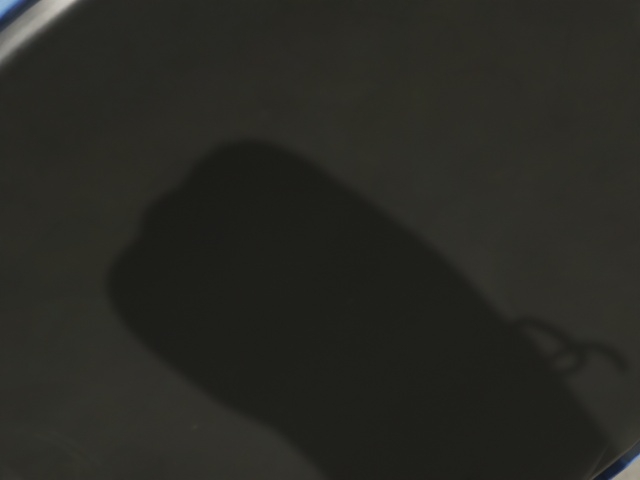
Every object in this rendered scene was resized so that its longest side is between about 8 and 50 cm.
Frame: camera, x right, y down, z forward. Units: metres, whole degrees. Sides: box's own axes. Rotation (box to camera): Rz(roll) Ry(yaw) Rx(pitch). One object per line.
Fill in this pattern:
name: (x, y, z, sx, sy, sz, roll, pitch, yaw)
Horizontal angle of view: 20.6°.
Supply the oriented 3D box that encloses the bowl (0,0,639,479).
bowl: (0.000, 0.000, 0.603, 0.391, 0.391, 0.077, -29, 47, 1)
